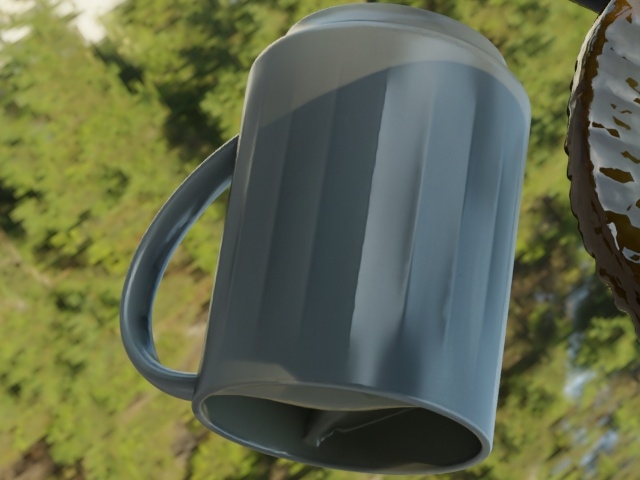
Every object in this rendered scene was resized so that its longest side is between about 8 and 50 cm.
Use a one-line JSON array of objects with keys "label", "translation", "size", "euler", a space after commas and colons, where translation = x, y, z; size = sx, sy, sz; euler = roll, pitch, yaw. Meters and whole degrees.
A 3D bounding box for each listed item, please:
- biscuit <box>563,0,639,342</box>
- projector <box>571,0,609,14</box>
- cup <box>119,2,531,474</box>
[{"label": "biscuit", "translation": [0.280, -0.032, 0.881], "size": [0.318, 0.318, 0.040], "euler": [53, -28, 6]}, {"label": "projector", "translation": [0.281, -0.444, 1.456], "size": [0.405, 0.242, 0.395], "euler": [30, -51, 21]}, {"label": "cup", "translation": [0.000, 0.000, 1.268], "size": [0.322, 0.327, 0.237], "euler": [-1, -24, 20]}]
